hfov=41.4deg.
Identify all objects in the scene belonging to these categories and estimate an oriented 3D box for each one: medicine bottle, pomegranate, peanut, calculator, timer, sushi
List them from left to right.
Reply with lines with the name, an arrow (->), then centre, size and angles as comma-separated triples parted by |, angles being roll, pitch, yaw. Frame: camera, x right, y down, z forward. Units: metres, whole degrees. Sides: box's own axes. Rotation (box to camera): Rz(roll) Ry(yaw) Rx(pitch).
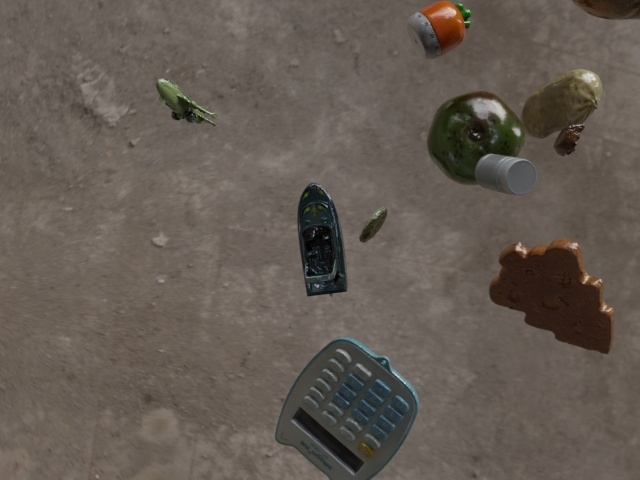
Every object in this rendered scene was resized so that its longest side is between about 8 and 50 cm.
calculator -> 0.056, 0.360, 1.763 | 0.256, 0.386, 0.054 | 39, 40, 12
timer -> 0.233, -0.411, 1.620 | 0.136, 0.136, 0.099 | -40, 102, -21
pomegranate -> 0.291, -0.193, 1.618 | 0.181, 0.224, 0.182 | 0, 97, 3
medicine bottle -> 0.290, -0.104, 1.331 | 0.058, 0.091, 0.058 | -4, 102, -21
peanut -> 0.583, -0.326, 2.051 | 0.129, 0.224, 0.129 | 16, 63, -33
sushi -> 0.539, -0.214, 1.843 | 0.047, 0.099, 0.050 | 24, 62, -2

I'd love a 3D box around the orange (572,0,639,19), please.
orange -> 0.479, -0.437, 1.268 | 0.240, 0.240, 0.171 | 15, 39, -23

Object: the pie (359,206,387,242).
pie -> 0.105, -0.031, 1.667 | 0.017, 0.085, 0.085 | 37, 70, 15

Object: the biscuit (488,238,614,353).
biscuit -> 0.498, 0.122, 1.768 | 0.306, 0.284, 0.043 | 44, 54, -4

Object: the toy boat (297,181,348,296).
toy boat -> 0.000, 0.000, 1.770 | 0.092, 0.103, 0.246 | -8, 88, 16

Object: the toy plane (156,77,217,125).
toy plane -> -0.198, -0.193, 1.206 | 0.111, 0.102, 0.040 | 31, 75, -52
